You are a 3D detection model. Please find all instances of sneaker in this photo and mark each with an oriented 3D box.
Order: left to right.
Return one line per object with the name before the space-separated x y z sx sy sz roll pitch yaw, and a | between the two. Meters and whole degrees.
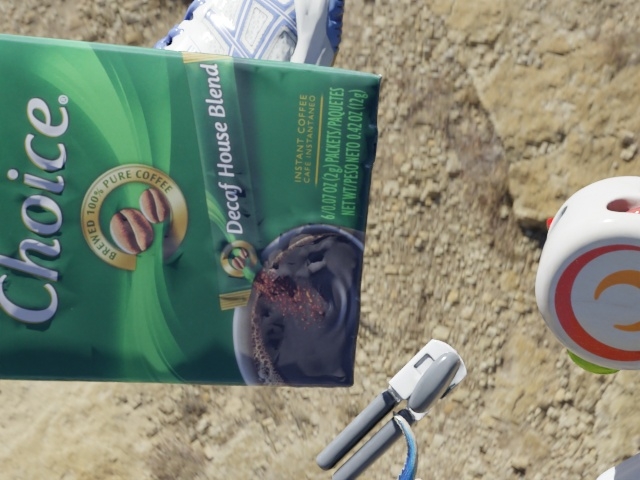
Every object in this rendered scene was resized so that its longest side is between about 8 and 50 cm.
sneaker | -0.057 -0.107 0.675 0.131 0.112 0.296 4 73 -10

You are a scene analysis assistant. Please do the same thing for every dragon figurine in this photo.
dragon figurine | 0.097 0.397 1.596 0.144 0.085 0.289 -16 108 -15

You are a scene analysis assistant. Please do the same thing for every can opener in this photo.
can opener | 0.101 0.262 1.711 0.283 0.095 0.076 -46 74 11

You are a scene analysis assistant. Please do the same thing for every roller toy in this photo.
roller toy | 0.343 0.032 1.265 0.209 0.146 0.191 -27 106 29

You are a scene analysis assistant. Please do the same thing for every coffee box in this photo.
coffee box | -0.076 -0.009 0.377 0.184 0.040 0.113 5 94 -15

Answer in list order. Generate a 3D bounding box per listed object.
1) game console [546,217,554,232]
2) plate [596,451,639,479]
game console | 0.450 0.027 1.887 0.144 0.085 0.124 -1 35 0
plate | 0.463 0.251 1.394 0.277 0.278 0.045 -9 64 -41
